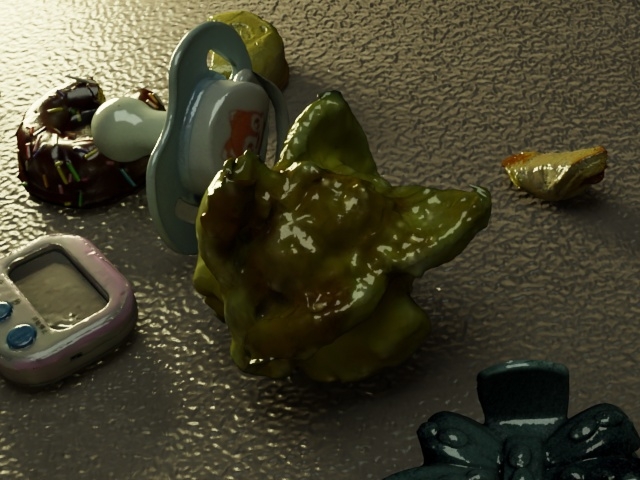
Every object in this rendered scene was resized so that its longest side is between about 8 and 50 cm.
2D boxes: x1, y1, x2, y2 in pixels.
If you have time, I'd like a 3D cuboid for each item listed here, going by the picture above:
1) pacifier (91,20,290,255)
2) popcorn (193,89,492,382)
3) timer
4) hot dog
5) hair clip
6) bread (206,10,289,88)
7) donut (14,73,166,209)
[{"bbox_3d":[-0.183,-0.132,2.036,0.233,0.244,0.299,9,81,22],"label":"pacifier"},{"bbox_3d":[0.010,0.001,1.826,0.321,0.290,0.326,-4,71,-11],"label":"popcorn"},{"bbox_3d":[-0.336,0.085,1.961,0.191,0.069,0.208,-30,45,-20],"label":"timer"},{"bbox_3d":[0.300,-0.080,2.015,0.078,0.061,0.169,-36,22,-35],"label":"hot dog"},{"bbox_3d":[0.210,0.254,1.603,0.310,0.194,0.206,-2,53,11],"label":"hair clip"},{"bbox_3d":[-0.108,-0.257,2.270,0.125,0.086,0.156,-1,46,1],"label":"bread"},{"bbox_3d":[-0.319,-0.142,2.178,0.216,0.096,0.230,-36,49,-25],"label":"donut"}]
